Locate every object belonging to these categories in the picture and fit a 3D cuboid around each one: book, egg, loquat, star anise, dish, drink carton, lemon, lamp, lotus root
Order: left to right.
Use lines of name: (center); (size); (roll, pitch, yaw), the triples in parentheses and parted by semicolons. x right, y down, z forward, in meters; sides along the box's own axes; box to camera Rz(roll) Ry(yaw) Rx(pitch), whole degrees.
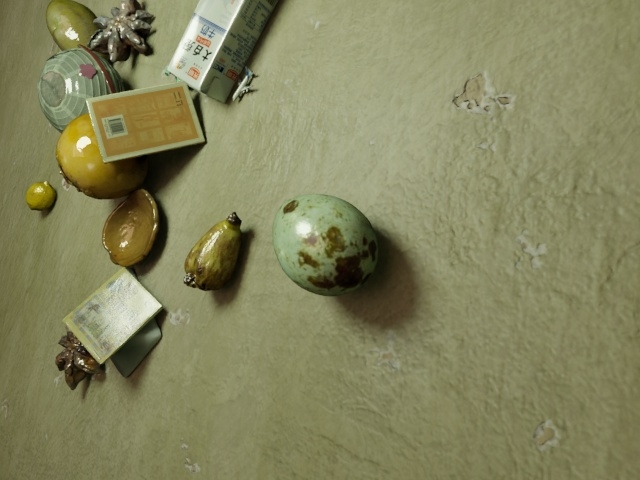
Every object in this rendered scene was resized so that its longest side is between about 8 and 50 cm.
lemon: (-0.927, -0.150, 1.546); (0.082, 0.082, 0.110); (39, 100, 33)
star anise: (-0.675, 0.302, 1.292); (0.197, 0.073, 0.212); (-42, 58, 19)
lamp: (-0.671, -0.414, 1.330); (0.233, 0.233, 0.265); (-27, 90, 28)
loquat: (-0.563, -0.219, 1.216); (0.235, 0.235, 0.234); (-7, 77, 34)
book: (-0.510, 0.180, 1.142); (0.168, 0.013, 0.192); (38, 73, 22)
dish: (-0.526, 0.207, 1.202); (0.182, 0.080, 0.243); (-48, 60, 18)
star anise: (-0.584, -0.624, 1.373); (0.229, 0.093, 0.236); (16, 78, 17)
book: (-0.425, -0.292, 1.138); (0.018, 0.242, 0.170); (140, 113, -72)
lotus root: (-0.223, 0.023, 1.021); (0.108, 0.094, 0.190); (33, 93, 13)
drink carton: (-0.223, -0.498, 1.097); (0.131, 0.107, 0.314); (36, 103, 25)
egg: (0.000, 0.000, 0.819); (0.231, 0.169, 0.169); (43, 106, 43)

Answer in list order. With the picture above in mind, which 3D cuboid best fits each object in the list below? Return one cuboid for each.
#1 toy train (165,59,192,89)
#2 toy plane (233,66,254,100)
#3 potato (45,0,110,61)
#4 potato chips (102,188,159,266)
toy train: (-0.358, -0.448, 1.223); (0.122, 0.050, 0.081); (42, 101, 33)
toy plane: (-0.183, -0.367, 1.101); (0.078, 0.024, 0.084); (46, 115, 42)
potato: (-0.747, -0.639, 1.457); (0.159, 0.174, 0.251); (-32, 80, 36)
potato chips: (-0.485, -0.031, 1.227); (0.195, 0.062, 0.208); (7, 84, 30)
